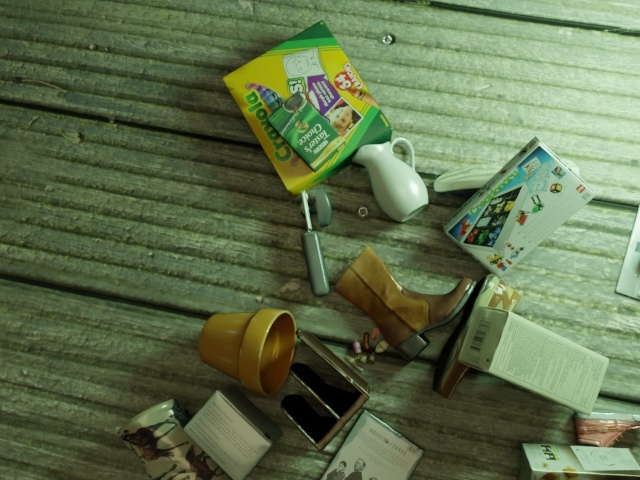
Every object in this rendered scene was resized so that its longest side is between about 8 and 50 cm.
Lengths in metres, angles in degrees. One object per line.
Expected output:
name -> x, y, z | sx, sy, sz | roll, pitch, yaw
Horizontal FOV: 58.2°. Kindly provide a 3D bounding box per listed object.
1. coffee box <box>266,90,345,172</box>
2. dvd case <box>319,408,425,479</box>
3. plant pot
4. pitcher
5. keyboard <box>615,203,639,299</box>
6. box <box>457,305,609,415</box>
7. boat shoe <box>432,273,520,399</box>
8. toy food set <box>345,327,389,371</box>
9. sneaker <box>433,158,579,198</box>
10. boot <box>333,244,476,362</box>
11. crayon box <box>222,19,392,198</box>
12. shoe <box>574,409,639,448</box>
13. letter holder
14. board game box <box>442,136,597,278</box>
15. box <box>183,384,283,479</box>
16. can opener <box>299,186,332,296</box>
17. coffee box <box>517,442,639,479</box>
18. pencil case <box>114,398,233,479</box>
coffee box -> -0.036, -0.274, 1.451 | 0.113, 0.040, 0.184 | -41, 81, -2
dvd case -> 0.118, 0.565, 1.405 | 0.179, 0.029, 0.239 | 33, 83, 9
plant pot -> -0.185, 0.257, 1.408 | 0.187, 0.205, 0.205 | 8, 80, 21
pitcher -> 0.205, -0.165, 1.488 | 0.177, 0.125, 0.207 | -27, 76, -23
keyboard -> 0.817, 0.021, 1.458 | 0.072, 0.014, 0.256 | 18, 82, 12
box -> 0.489, 0.275, 1.318 | 0.311, 0.121, 0.148 | 26, 82, -19
boat shoe -> 0.385, 0.242, 1.397 | 0.119, 0.122, 0.324 | 28, 84, 5
toy food set -> 0.123, 0.270, 1.461 | 0.078, 0.019, 0.122 | 40, 85, 10
sneaker -> 0.466, -0.112, 1.457 | 0.349, 0.131, 0.148 | -1, 115, 18
boot -> 0.212, 0.117, 1.447 | 0.280, 0.096, 0.264 | 46, 102, 17
crayon box -> -0.035, -0.350, 1.537 | 0.313, 0.106, 0.363 | -30, 79, -1
shoe -> 0.698, 0.450, 1.367 | 0.177, 0.063, 0.081 | 0, 81, 10
letter holder -> -0.014, 0.326, 1.318 | 0.214, 0.302, 0.152 | 42, 86, 10
board game box -> 0.471, -0.072, 1.380 | 0.193, 0.053, 0.305 | 39, 115, -10
box -> -0.201, 0.454, 1.371 | 0.182, 0.181, 0.119 | 41, 85, 10
can opener -> 0.000, 0.000, 1.490 | 0.095, 0.076, 0.284 | -12, 80, 3
coffee box -> 0.589, 0.556, 1.314 | 0.246, 0.098, 0.141 | 1, 107, 5
pencil case -> -0.318, 0.574, 1.370 | 0.183, 0.160, 0.410 | -36, 80, -6
